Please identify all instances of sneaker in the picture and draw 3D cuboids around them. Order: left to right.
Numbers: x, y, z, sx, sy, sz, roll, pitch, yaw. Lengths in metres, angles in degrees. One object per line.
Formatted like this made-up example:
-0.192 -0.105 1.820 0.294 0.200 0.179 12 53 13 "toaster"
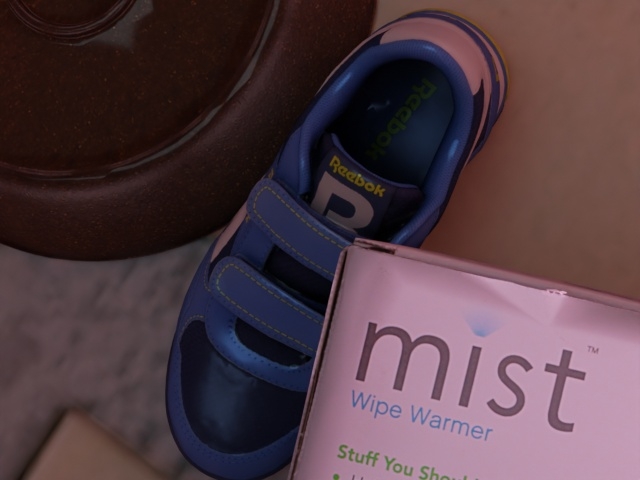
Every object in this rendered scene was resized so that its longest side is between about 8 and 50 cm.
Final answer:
0.000 0.000 0.529 0.053 0.059 0.144 29 94 1 "sneaker"

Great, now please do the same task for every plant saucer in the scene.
-0.067 -0.079 0.575 0.168 0.029 0.168 -2 83 14 "plant saucer"

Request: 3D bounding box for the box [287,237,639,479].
0.113 0.139 0.453 0.262 0.127 0.231 12 87 16 "box"
